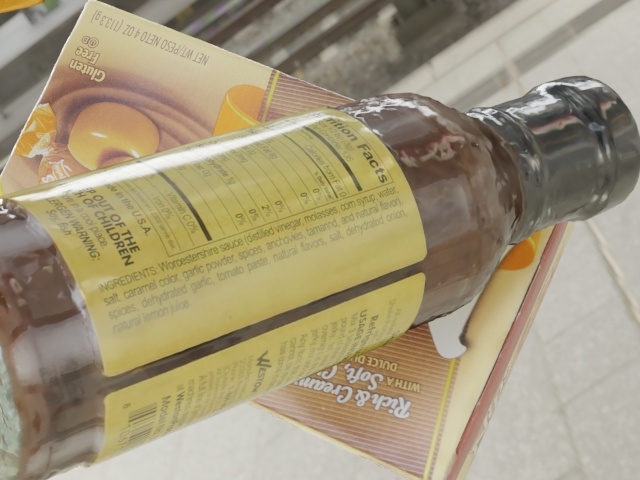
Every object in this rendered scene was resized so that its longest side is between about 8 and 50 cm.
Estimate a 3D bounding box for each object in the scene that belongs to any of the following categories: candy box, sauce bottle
[{"bbox_3d":[-0.030,0.002,0.812,0.183,0.316,0.087,-65,-15,-8],"label":"candy box"},{"bbox_3d":[0.000,0.000,0.593,0.344,0.111,0.111,-17,4,-34],"label":"sauce bottle"}]

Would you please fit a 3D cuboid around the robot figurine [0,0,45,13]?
[{"bbox_3d":[-0.056,-0.195,0.263,0.211,0.291,0.085,-5,16,22],"label":"robot figurine"}]
